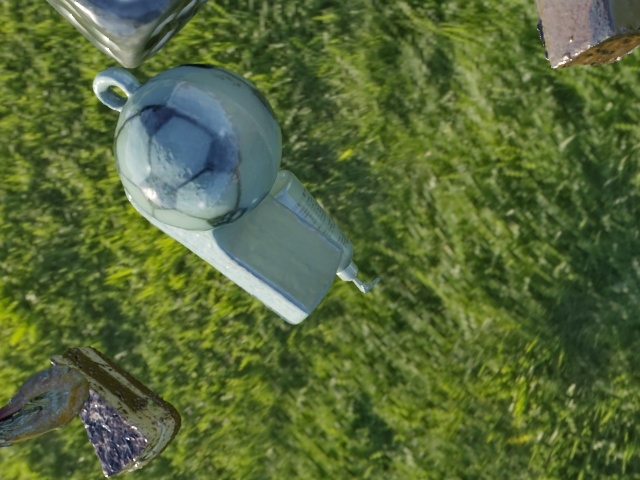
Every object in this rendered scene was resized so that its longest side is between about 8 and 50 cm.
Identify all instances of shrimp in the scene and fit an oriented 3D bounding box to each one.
[{"bbox_3d":[-0.427,0.249,1.628,0.042,0.190,0.101,29,143,55],"label":"shrimp"}]

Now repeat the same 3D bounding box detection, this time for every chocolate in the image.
[{"bbox_3d":[0.304,-0.374,1.323,0.112,0.112,0.321,-22,79,60],"label":"chocolate"}]

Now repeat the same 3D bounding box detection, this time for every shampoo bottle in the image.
[{"bbox_3d":[0.000,0.000,1.327,0.056,0.056,0.195,-25,124,24],"label":"shampoo bottle"}]

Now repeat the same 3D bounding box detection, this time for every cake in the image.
[{"bbox_3d":[-0.346,0.269,1.925,0.135,0.112,0.246,-33,78,27],"label":"cake"}]

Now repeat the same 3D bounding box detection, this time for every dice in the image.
[{"bbox_3d":[-0.201,-0.300,1.146,0.182,0.181,0.183,43,82,-4],"label":"dice"}]

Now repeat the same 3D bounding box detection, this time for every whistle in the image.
[{"bbox_3d":[-0.082,-0.062,1.007,0.289,0.163,0.163,36,113,-10],"label":"whistle"}]
